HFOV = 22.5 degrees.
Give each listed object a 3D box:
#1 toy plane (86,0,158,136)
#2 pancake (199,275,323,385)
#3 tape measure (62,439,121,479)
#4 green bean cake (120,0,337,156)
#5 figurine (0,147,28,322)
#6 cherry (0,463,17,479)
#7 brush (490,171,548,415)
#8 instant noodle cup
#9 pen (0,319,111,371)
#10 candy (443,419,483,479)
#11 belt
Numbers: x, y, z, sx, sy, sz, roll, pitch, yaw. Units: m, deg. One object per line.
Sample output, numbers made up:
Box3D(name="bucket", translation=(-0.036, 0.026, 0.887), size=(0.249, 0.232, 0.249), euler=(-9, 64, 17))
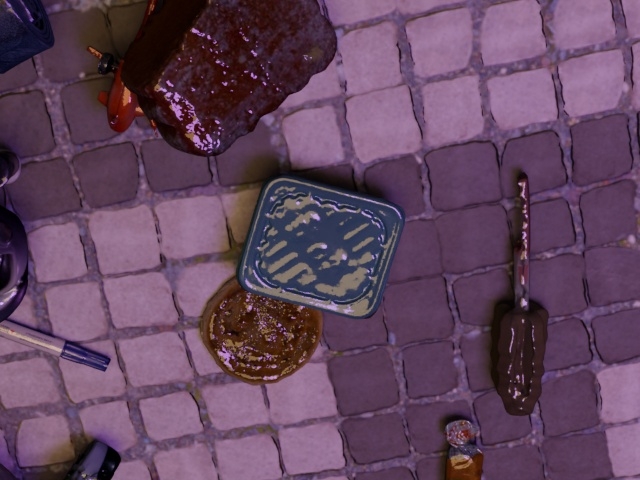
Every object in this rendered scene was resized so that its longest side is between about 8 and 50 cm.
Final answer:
Box3D(name="toy plane", translation=(-0.196, -0.214, 1.828), size=(0.126, 0.077, 0.194), euler=(38, 107, -2))
Box3D(name="pancake", translation=(-0.071, 0.108, 1.991), size=(0.158, 0.028, 0.158), euler=(0, 110, -1))
Box3D(name="tape measure", translation=(-0.292, 0.298, 2.035), size=(0.054, 0.091, 0.094), euler=(36, 125, -8))
Box3D(name="green bean cake", translation=(-0.112, -0.222, 1.776), size=(0.233, 0.097, 0.198), euler=(-44, 116, -14))
Box3D(name="figurine", translation=(-0.403, -0.006, 1.893), size=(0.145, 0.145, 0.222), euler=(6, 102, -4))
Box3D(name="cherry", translation=(-0.441, 0.363, 2.000), size=(0.183, 0.266, 0.213), euler=(-42, 113, -23))
Box3D(name="brush", translation=(0.247, 0.065, 1.959), size=(0.071, 0.084, 0.301), euler=(0, 107, 0))
Box3D(name="instant noodle cup", translation=(0.000, 0.000, 1.925), size=(0.179, 0.070, 0.157), euler=(15, 110, -7))
Box3D(name="pen", translation=(-0.357, 0.120, 1.991), size=(0.204, 0.025, 0.025), euler=(21, 111, -11))
Box3D(name="candy", translation=(0.181, 0.311, 2.074), size=(0.053, 0.046, 0.182), euler=(1, 108, 1))
Box3D(name="belt", translation=(-0.371, -0.279, 1.760), size=(0.082, 0.141, 0.190), euler=(-27, 110, 8))
